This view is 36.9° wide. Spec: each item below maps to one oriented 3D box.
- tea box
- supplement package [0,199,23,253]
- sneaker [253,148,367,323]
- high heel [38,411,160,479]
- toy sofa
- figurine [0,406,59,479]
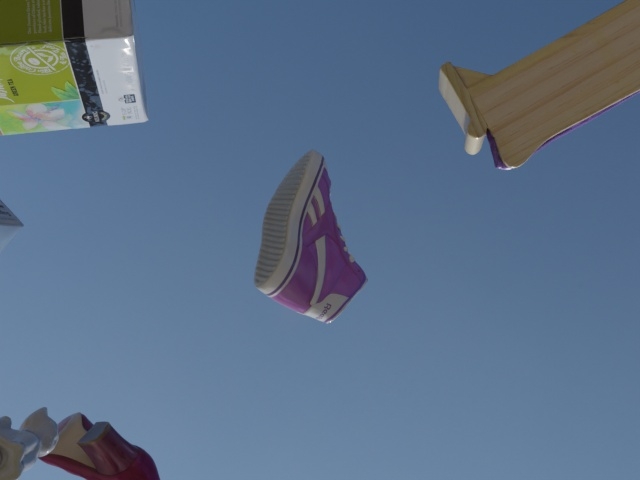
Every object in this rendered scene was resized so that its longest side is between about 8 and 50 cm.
[{"bbox_3d":[-0.496,-0.368,1.758,0.323,0.329,0.220,-6,-110,-7],"label":"tea box"},{"bbox_3d":[-0.424,-0.049,0.883,0.244,0.134,0.139,45,-82,10],"label":"supplement package"},{"bbox_3d":[-0.001,0.001,1.407,0.102,0.161,0.282,-38,-151,43],"label":"sneaker"},{"bbox_3d":[-0.449,0.448,1.912,0.181,0.127,0.377,53,-28,-15],"label":"high heel"},{"bbox_3d":[0.360,-0.243,1.370,0.362,0.150,0.177,-30,-95,4],"label":"toy sofa"},{"bbox_3d":[-0.417,0.337,1.305,0.092,0.209,0.215,7,-92,5],"label":"figurine"}]
